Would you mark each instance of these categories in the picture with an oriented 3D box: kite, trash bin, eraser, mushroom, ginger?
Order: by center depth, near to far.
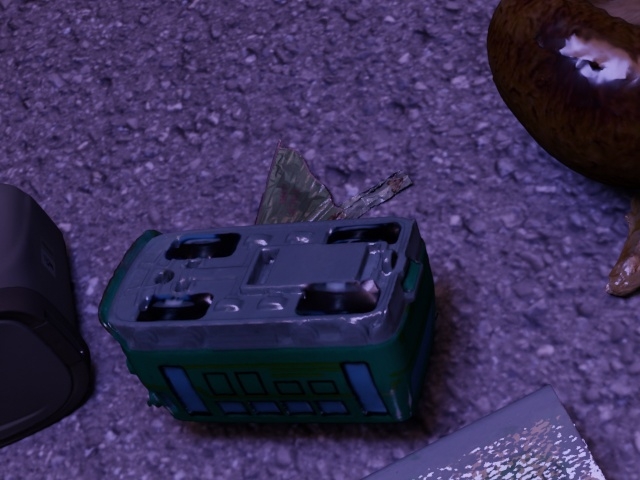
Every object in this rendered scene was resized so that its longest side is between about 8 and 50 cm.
[{"bbox_3d":[0.171,0.266,1.264,0.227,0.081,0.174,-27,54,3],"label":"eraser"},{"bbox_3d":[0.376,-0.221,1.344,0.356,0.334,0.331,-51,61,34],"label":"mushroom"},{"bbox_3d":[0.356,0.000,1.385,0.058,0.044,0.137,22,73,0],"label":"ginger"},{"bbox_3d":[-0.409,0.084,1.543,0.219,0.219,0.250,-20,47,8],"label":"trash bin"},{"bbox_3d":[0.000,0.000,1.545,0.268,0.013,0.323,-39,56,-3],"label":"kite"}]

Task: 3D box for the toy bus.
[{"bbox_3d":[-0.044,0.095,1.381,0.344,0.199,0.183,-2,39,21],"label":"toy bus"}]
